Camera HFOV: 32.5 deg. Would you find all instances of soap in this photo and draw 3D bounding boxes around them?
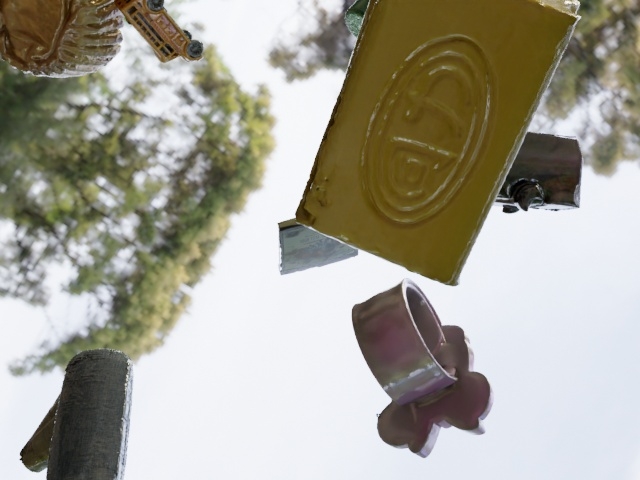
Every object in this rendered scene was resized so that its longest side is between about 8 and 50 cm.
[{"bbox_3d":[0.111,-0.127,1.132,0.096,0.204,0.324,-65,175,-64],"label":"soap"}]

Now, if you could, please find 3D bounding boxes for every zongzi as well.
[{"bbox_3d":[-0.546,0.368,2.233,0.160,0.078,0.176,-26,-125,1],"label":"zongzi"}]

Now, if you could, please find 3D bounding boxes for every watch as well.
[{"bbox_3d":[0.141,0.198,1.796,0.211,0.217,0.248,-29,-140,19],"label":"watch"}]

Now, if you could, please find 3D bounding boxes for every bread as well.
[{"bbox_3d":[-0.456,-0.382,1.831,0.274,0.274,0.149,-29,-154,31],"label":"bread"}]

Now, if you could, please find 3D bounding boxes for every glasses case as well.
[{"bbox_3d":[-0.336,0.276,1.615,0.109,0.067,0.282,-5,-132,2],"label":"glasses case"}]

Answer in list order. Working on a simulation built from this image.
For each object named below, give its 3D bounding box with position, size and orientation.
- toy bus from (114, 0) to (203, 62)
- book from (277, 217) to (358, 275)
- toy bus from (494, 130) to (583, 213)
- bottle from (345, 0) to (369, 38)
[{"bbox_3d":[-0.265,-0.351,1.817,0.074,0.162,0.069,-41,-143,-1],"label":"toy bus"},{"bbox_3d":[0.000,0.001,1.988,0.158,0.231,0.026,-15,-111,-7],"label":"book"},{"bbox_3d":[0.245,-0.116,1.699,0.112,0.317,0.137,174,-77,-75],"label":"toy bus"},{"bbox_3d":[0.178,-0.473,1.932,0.330,0.093,0.093,-47,-147,-19],"label":"bottle"}]
